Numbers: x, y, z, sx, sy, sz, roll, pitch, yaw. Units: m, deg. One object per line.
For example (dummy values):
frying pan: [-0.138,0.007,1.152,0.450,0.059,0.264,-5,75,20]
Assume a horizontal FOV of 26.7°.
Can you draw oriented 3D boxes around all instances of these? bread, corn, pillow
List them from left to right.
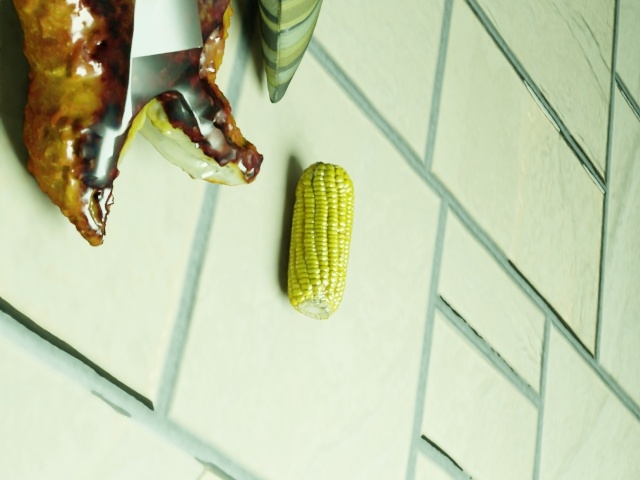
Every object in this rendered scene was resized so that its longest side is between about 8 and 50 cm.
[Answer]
bread: [-0.088,-0.137,0.602,0.139,0.095,0.269,-17,119,-42]
pillow: [-0.005,-0.219,0.736,0.212,0.052,0.208,97,5,-58]
corn: [0.000,0.000,0.773,0.037,0.037,0.092,38,50,-48]
